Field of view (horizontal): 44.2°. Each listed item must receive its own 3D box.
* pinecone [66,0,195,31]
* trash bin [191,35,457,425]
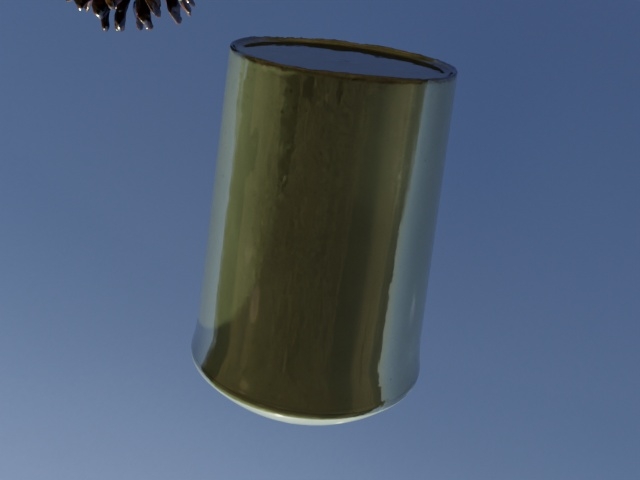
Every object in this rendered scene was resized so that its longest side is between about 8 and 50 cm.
[{"bbox_3d":[-0.245,-0.361,1.031,0.208,0.208,0.207,1,-86,10],"label":"pinecone"},{"bbox_3d":[0.000,0.000,0.914,0.280,0.280,0.432,11,-68,9],"label":"trash bin"}]
